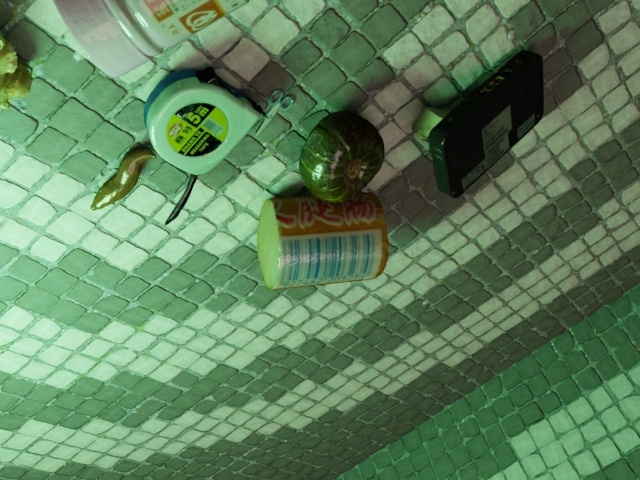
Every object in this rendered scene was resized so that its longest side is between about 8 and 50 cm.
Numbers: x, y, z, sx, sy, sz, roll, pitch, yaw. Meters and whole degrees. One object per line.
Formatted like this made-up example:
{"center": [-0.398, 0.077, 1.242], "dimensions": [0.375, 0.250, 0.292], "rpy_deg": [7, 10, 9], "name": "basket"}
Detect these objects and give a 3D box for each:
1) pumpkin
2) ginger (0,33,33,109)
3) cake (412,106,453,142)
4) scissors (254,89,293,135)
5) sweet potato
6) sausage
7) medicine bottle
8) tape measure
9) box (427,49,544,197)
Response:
{"center": [0.042, -0.196, 1.524], "dimensions": [0.219, 0.162, 0.219], "rpy_deg": [-32, 142, -29], "name": "pumpkin"}
{"center": [-0.606, -0.301, 1.172], "dimensions": [0.157, 0.102, 0.216], "rpy_deg": [-19, 160, -10], "name": "ginger"}
{"center": [0.345, -0.262, 1.596], "dimensions": [0.220, 0.117, 0.086], "rpy_deg": [7, 122, -25], "name": "cake"}
{"center": [-0.111, -0.282, 1.466], "dimensions": [0.058, 0.014, 0.119], "rpy_deg": [22, 119, -36], "name": "scissors"}
{"center": [-0.440, -0.133, 1.459], "dimensions": [0.055, 0.058, 0.202], "rpy_deg": [45, 108, -2], "name": "sweet potato"}
{"center": [0.000, 0.000, 1.644], "dimensions": [0.286, 0.233, 0.233], "rpy_deg": [-6, 135, -17], "name": "sausage"}
{"center": [-0.268, -0.436, 1.106], "dimensions": [0.315, 0.202, 0.202], "rpy_deg": [-29, 137, 7], "name": "medicine bottle"}
{"center": [-0.301, -0.202, 1.397], "dimensions": [0.351, 0.098, 0.215], "rpy_deg": [-47, 134, 15], "name": "tape measure"}
{"center": [0.398, -0.274, 1.547], "dimensions": [0.350, 0.058, 0.211], "rpy_deg": [-41, 141, -15], "name": "box"}
